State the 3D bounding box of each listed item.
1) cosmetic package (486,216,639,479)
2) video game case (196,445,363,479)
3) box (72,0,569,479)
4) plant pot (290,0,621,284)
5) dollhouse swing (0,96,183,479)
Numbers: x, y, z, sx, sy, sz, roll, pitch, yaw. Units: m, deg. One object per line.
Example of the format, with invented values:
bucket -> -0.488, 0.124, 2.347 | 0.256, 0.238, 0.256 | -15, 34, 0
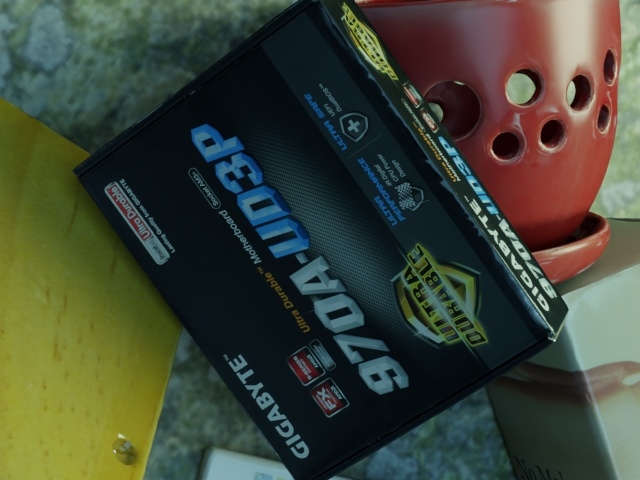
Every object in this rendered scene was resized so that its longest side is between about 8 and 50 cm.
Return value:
cosmetic package -> 0.207, 0.145, 1.119 | 0.129, 0.153, 0.296 | -22, 98, -17
video game case -> 0.015, 0.250, 1.098 | 0.227, 0.026, 0.206 | 14, 87, -12
box -> 0.000, 0.000, 0.965 | 0.175, 0.051, 0.220 | -33, 94, 23
plant pot -> 0.084, -0.063, 1.049 | 0.191, 0.191, 0.174 | -11, 102, -20
dollhouse swing -> -0.309, 0.091, 0.972 | 0.347, 0.305, 0.315 | 32, 39, -18
